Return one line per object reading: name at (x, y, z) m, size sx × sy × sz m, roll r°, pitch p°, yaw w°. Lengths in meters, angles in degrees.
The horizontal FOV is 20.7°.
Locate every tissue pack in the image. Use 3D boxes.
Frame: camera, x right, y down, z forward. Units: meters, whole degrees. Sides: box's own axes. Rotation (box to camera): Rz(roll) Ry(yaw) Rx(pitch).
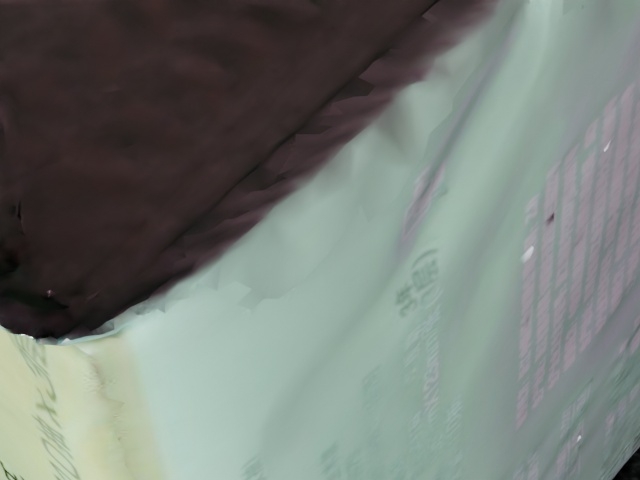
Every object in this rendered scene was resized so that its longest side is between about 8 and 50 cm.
tissue pack at (0.000, 0.000, 0.649) m, size 0.205 × 0.332 × 0.405 m, roll 36°, pitch 153°, yaw 26°
